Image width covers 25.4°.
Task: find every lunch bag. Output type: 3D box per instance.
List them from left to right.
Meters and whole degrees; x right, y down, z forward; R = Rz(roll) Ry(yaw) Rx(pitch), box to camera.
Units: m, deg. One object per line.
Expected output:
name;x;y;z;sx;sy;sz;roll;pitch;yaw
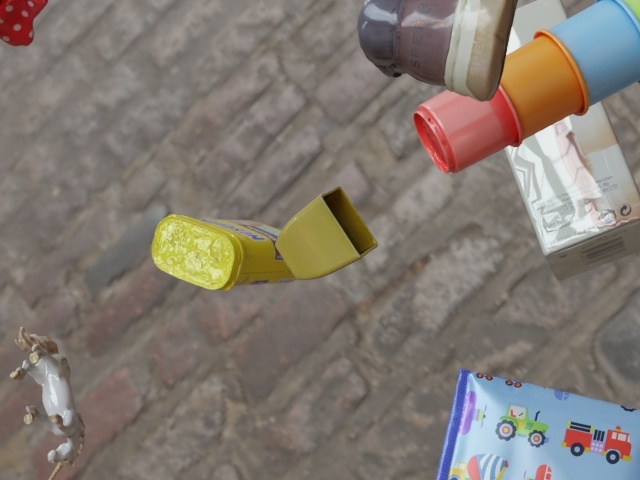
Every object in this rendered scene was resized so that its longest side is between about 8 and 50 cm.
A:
lunch bag;0.214;0.305;1.424;0.221;0.138;0.293;13;67;9

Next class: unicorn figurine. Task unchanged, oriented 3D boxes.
unicorn figurine;-0.282;0.176;1.503;0.060;0.111;0.162;-3;78;13

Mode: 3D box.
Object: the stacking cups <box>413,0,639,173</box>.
stacking cups;0.230;-0.148;1.169;0.316;0.096;0.096;-31;43;-8

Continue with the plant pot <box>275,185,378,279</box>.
plant pot;0.000;0.000;1.555;0.083;0.081;0.081;-33;89;18

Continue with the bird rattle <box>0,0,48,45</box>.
bird rattle;-0.432;-0.242;1.528;0.207;0.253;0.143;-46;68;23

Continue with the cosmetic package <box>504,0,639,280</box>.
cosmetic package;0.283;-0.120;1.687;0.129;0.153;0.296;-22;73;11

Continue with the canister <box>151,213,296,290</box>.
canister;-0.112;0.014;1.796;0.126;0.170;0.073;19;100;30

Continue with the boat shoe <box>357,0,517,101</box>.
boat shoe;0.076;-0.152;0.890;0.285;0.092;0.102;-67;-10;-70
